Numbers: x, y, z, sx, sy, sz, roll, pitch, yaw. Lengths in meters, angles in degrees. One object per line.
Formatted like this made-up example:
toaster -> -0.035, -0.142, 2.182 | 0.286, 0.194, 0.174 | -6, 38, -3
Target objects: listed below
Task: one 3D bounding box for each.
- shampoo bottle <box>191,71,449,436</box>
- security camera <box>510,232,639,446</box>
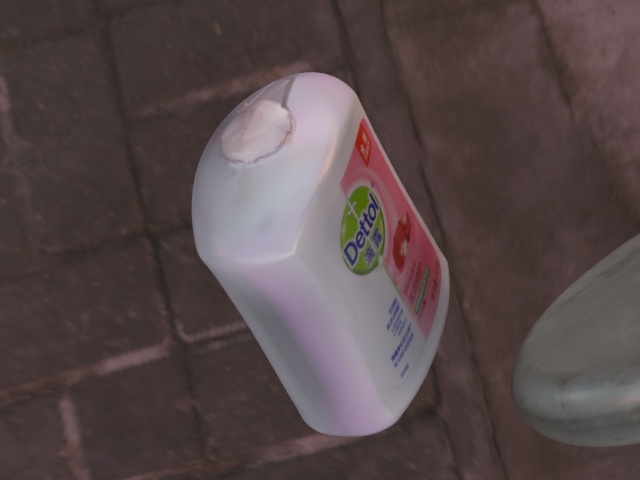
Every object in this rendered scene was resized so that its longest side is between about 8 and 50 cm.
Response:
shampoo bottle -> 0.000, 0.000, 0.482 | 0.043, 0.099, 0.072 | -1, 49, 28
security camera -> 0.146, -0.017, 0.415 | 0.157, 0.301, 0.080 | -37, 99, -25
